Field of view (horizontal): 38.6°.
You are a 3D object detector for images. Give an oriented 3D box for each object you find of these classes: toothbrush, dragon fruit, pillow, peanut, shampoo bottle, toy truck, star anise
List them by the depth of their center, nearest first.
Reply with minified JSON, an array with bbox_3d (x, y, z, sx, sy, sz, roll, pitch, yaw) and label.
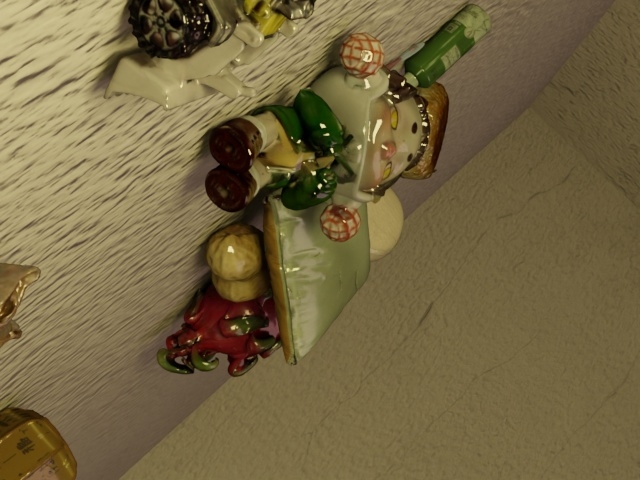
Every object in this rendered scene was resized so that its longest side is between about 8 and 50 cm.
[{"bbox_3d":[-0.051,-0.193,0.701,0.286,0.111,0.136,-47,174,32],"label":"toy truck"},{"bbox_3d":[-0.339,0.074,0.806,0.208,0.063,0.171,-35,164,-36],"label":"star anise"},{"bbox_3d":[0.109,-0.275,1.440,0.193,0.013,0.019,-38,161,-36],"label":"toothbrush"},{"bbox_3d":[0.000,0.000,1.477,0.312,0.119,0.310,-48,136,-51],"label":"pillow"},{"bbox_3d":[-0.130,0.037,1.484,0.120,0.110,0.236,-36,170,-2],"label":"peanut"},{"bbox_3d":[0.196,-0.313,1.534,0.204,0.065,0.065,-43,172,-11],"label":"shampoo bottle"},{"bbox_3d":[-0.155,0.151,1.693,0.273,0.218,0.198,-41,136,8],"label":"dragon fruit"}]

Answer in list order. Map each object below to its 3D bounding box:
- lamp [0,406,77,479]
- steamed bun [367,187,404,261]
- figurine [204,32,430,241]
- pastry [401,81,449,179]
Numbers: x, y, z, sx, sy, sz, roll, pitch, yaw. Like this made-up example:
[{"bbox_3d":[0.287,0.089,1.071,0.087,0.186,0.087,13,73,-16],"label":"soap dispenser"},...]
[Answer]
[{"bbox_3d":[-0.441,0.332,1.263,0.185,0.161,0.161,-38,170,-31],"label":"lamp"},{"bbox_3d":[0.080,-0.040,1.947,0.131,0.177,0.228,-24,-168,38],"label":"steamed bun"},{"bbox_3d":[0.007,-0.129,1.170,0.370,0.167,0.281,-24,130,-46],"label":"figurine"},{"bbox_3d":[0.181,-0.200,1.674,0.192,0.093,0.182,-5,106,-79],"label":"pastry"}]
